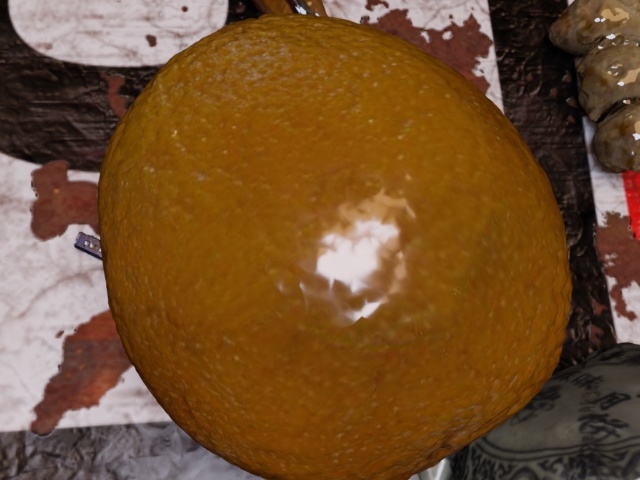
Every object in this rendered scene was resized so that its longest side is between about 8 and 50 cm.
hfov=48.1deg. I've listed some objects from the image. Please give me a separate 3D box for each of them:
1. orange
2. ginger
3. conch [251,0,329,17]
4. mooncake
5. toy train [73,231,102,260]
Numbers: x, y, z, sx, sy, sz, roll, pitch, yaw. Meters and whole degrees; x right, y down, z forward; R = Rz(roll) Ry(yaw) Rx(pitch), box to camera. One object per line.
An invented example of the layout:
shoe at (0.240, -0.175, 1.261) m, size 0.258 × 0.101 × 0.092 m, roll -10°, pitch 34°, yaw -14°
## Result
orange at (0.000, 0.000, 0.539) m, size 0.321 × 0.322 × 0.357 m, roll -26°, pitch 68°, yaw -14°
ginger at (0.305, -0.165, 0.742) m, size 0.104 × 0.080 × 0.204 m, roll -11°, pitch 73°, yaw 4°
conch at (-0.041, -0.287, 0.731) m, size 0.086 × 0.080 × 0.233 m, roll -11°, pitch 77°, yaw -2°
mooncake at (0.213, 0.173, 0.534) m, size 0.250 × 0.254 × 0.136 m, roll -20°, pitch 95°, yaw -22°
toy train at (-0.185, 0.017, 0.657) m, size 0.083 × 0.017 × 0.017 m, roll 26°, pitch 75°, yaw 1°
